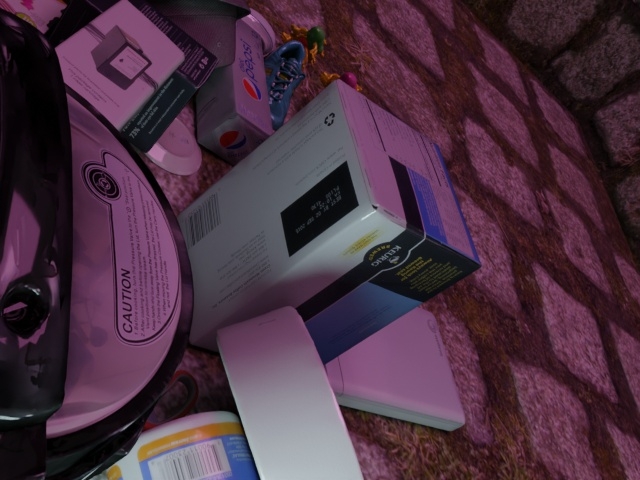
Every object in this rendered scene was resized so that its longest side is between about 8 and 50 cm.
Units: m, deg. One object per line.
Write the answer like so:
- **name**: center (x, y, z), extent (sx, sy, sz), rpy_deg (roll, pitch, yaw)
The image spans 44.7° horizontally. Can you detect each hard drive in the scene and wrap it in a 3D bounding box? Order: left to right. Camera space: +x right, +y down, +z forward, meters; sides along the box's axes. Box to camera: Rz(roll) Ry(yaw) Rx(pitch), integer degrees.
- **hard drive**: center (0.102, 0.187, 1.332), extent (0.353, 0.047, 0.233), rpy_deg (24, 42, -41)

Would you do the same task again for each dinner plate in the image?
- **dinner plate**: center (-0.243, -0.166, 1.244), extent (0.141, 0.017, 0.141), rpy_deg (36, 35, -30)

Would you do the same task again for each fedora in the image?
- **fedora**: center (-0.241, -0.325, 1.257), extent (0.275, 0.244, 0.124), rpy_deg (-13, 101, -47)

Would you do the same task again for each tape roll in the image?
- **tape roll**: center (-0.031, 0.225, 0.899), extent (0.286, 0.100, 0.286), rpy_deg (161, -90, -82)

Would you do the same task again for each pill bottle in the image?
- **pill bottle**: center (-0.113, 0.327, 0.792), extent (0.152, 0.152, 0.272), rpy_deg (7, 54, -51)

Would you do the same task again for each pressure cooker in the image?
- **pressure cooker**: center (-0.301, 0.050, 0.548), extent (0.370, 0.420, 0.375), rpy_deg (50, 30, -2)

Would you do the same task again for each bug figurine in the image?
- **bug figurine**: center (0.018, -0.358, 1.673), extent (0.279, 0.072, 0.216), rpy_deg (58, -5, 4)

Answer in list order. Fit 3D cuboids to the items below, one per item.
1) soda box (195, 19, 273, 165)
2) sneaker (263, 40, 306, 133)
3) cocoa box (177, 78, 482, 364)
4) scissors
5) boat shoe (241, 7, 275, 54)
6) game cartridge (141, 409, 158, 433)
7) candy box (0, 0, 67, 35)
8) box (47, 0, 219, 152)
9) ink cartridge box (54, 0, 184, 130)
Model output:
- **soda box**: center (-0.159, -0.276, 1.384), extent (0.091, 0.098, 0.286), rpy_deg (32, 37, -41)
- **sneaker**: center (-0.087, -0.305, 1.504), extent (0.107, 0.110, 0.275), rpy_deg (38, 34, -25)
- **cocoa box**: center (0.000, 0.000, 1.083), extent (0.228, 0.347, 0.231), rpy_deg (24, 41, -41)
- **scissors**: center (-0.243, 0.204, 0.839), extent (0.109, 0.021, 0.297), rpy_deg (51, 35, 0)
- **boat shoe**: center (-0.203, -0.421, 1.495), extent (0.258, 0.095, 0.084), rpy_deg (25, 44, -23)
- **game cartridge**: center (-0.225, 0.202, 0.897), extent (0.083, 0.017, 0.056), rpy_deg (-2, 65, -55)
- **candy box**: center (-0.454, -0.299, 1.030), extent (0.159, 0.071, 0.233), rpy_deg (40, 33, -21)
- **box**: center (-0.282, -0.257, 1.127), extent (0.207, 0.153, 0.108), rpy_deg (38, 34, -16)
- **ink cartridge box**: center (-0.307, -0.158, 0.967), extent (0.115, 0.198, 0.273), rpy_deg (43, 32, -16)
